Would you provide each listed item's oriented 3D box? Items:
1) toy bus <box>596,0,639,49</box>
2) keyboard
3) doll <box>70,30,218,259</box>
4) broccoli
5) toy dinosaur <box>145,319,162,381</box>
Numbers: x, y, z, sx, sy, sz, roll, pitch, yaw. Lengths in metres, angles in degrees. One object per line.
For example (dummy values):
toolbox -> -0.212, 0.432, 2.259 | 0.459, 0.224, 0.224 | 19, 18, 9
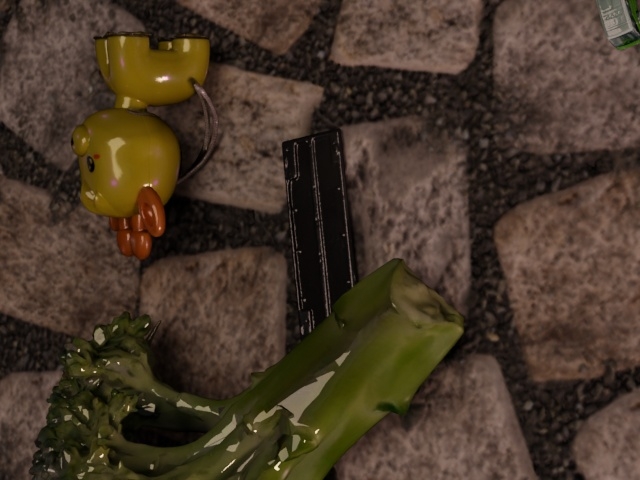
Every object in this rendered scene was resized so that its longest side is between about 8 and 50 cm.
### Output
toy bus -> 0.247, -0.204, 1.308 | 0.031, 0.037, 0.083 | -19, 74, 27
keyboard -> 0.000, 0.000, 1.437 | 0.067, 0.011, 0.202 | -12, 77, 27
doll -> -0.173, -0.092, 1.498 | 0.143, 0.135, 0.220 | 2, 89, 63
broccoli -> -0.046, 0.222, 1.344 | 0.397, 0.275, 0.353 | -13, 94, 7
toy dinosaur -> -0.171, 0.133, 1.505 | 0.041, 0.026, 0.113 | 41, 113, 46
